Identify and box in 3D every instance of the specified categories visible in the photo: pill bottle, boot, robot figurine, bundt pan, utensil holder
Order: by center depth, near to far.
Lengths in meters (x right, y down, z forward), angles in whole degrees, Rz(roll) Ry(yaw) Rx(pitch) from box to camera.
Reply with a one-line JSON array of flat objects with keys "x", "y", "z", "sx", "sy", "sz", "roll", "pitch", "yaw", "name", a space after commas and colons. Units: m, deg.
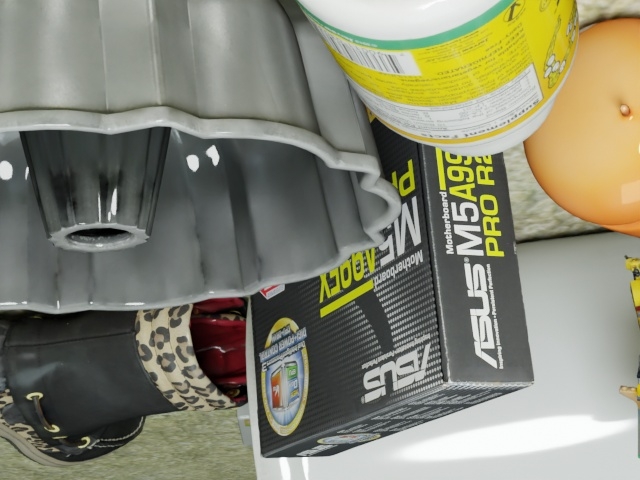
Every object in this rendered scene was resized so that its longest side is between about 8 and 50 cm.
[{"x": 0.058, "y": -0.111, "z": 0.594, "sx": 0.118, "sy": 0.117, "sz": 0.208, "roll": -9, "pitch": 162, "yaw": 13, "name": "pill bottle"}, {"x": -0.125, "y": -0.057, "z": 0.713, "sx": 0.331, "sy": 0.124, "sz": 0.331, "roll": -5, "pitch": 162, "yaw": -2, "name": "bundt pan"}, {"x": 0.212, "y": -0.062, "z": 0.785, "sx": 0.219, "sy": 0.158, "sz": 0.128, "roll": 11, "pitch": 137, "yaw": -43, "name": "robot figurine"}, {"x": 0.154, "y": 0.165, "z": 1.186, "sx": 0.386, "sy": 0.327, "sz": 0.327, "roll": -8, "pitch": 163, "yaw": 7, "name": "utensil holder"}, {"x": -0.196, "y": 0.144, "z": 1.354, "sx": 0.284, "sy": 0.138, "sz": 0.377, "roll": -10, "pitch": 157, "yaw": 17, "name": "boot"}]

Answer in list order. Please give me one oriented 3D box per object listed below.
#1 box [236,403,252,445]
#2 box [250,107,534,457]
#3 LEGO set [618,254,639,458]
[{"x": -0.045, "y": 0.165, "z": 1.482, "sx": 0.103, "sy": 0.114, "sz": 0.203, "roll": -3, "pitch": 163, "yaw": -2, "name": "box"}, {"x": 0.029, "y": 0.015, "z": 0.836, "sx": 0.060, "sy": 0.216, "sz": 0.270, "roll": 4, "pitch": 162, "yaw": -25, "name": "box"}, {"x": 0.340, "y": 0.011, "z": 0.894, "sx": 0.255, "sy": 0.331, "sz": 0.192, "roll": 9, "pitch": 127, "yaw": 27, "name": "LEGO set"}]
